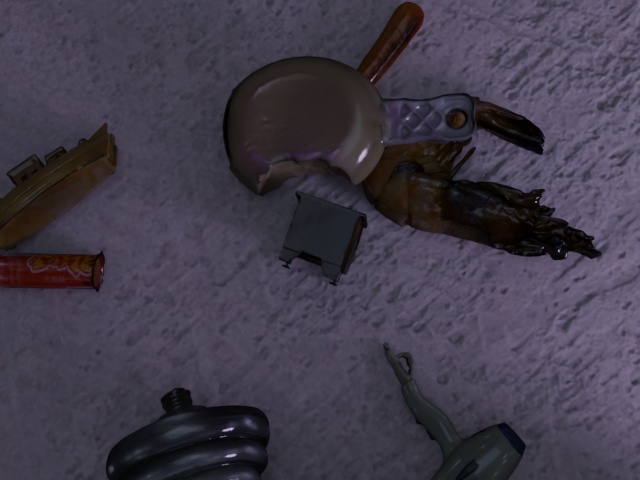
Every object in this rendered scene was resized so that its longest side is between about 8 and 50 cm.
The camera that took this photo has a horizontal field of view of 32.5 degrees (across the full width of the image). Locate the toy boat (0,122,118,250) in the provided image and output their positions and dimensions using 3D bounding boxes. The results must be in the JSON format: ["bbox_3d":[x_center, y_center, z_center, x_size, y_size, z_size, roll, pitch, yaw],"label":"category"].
[{"bbox_3d":[-0.326,-0.065,1.288,0.206,0.064,0.072,-36,60,-8],"label":"toy boat"}]

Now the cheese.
[{"bbox_3d":[0.033,-0.130,1.242,0.286,0.082,0.163,1,82,17],"label":"cheese"}]

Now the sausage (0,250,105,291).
[{"bbox_3d":[-0.325,0.034,1.273,0.145,0.048,0.050,1,72,6],"label":"sausage"}]

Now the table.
[{"bbox_3d":[0.000,0.000,1.250,0.083,0.070,0.082,20,83,6],"label":"table"}]

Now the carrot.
[{"bbox_3d":[0.061,-0.207,1.310,0.037,0.037,0.190,36,82,10],"label":"carrot"}]

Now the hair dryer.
[{"bbox_3d":[0.103,0.231,1.206,0.199,0.067,0.167,35,87,21],"label":"hair dryer"}]

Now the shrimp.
[{"bbox_3d":[0.193,-0.075,1.263,0.289,0.075,0.178,15,75,20],"label":"shrimp"}]

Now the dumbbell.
[{"bbox_3d":[-0.095,0.338,1.094,0.179,0.179,0.406,-18,66,-1],"label":"dumbbell"}]
